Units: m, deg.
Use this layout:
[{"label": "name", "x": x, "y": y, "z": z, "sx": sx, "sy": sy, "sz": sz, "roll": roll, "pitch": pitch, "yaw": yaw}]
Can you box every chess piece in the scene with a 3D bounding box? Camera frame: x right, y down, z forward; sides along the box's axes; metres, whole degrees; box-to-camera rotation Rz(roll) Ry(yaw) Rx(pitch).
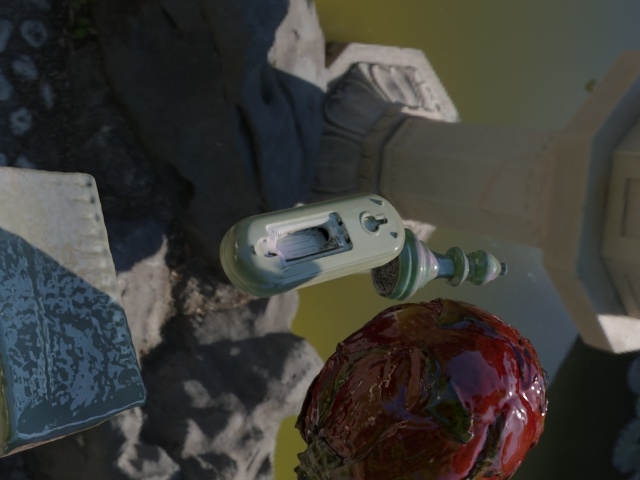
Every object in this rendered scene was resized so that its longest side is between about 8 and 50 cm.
[{"label": "chess piece", "x": 0.242, "y": 0.051, "z": 1.642, "sx": 0.271, "sy": 0.139, "sz": 0.139, "roll": 4, "pitch": 97, "yaw": -22}]

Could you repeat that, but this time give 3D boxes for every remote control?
[{"label": "remote control", "x": 0.000, "y": 0.000, "z": 0.845, "sx": 0.221, "sy": 0.042, "sz": 0.078, "roll": -14, "pitch": 73, "yaw": -38}]

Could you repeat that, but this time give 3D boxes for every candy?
[{"label": "candy", "x": -0.376, "y": 0.085, "z": 1.105, "sx": 0.208, "sy": 0.145, "sz": 0.359, "roll": -3, "pitch": 73, "yaw": -52}]

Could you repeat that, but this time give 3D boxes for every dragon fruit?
[{"label": "dragon fruit", "x": 0.131, "y": 0.211, "z": 1.079, "sx": 0.342, "sy": 0.277, "sz": 0.277, "roll": -19, "pitch": 111, "yaw": -35}]
